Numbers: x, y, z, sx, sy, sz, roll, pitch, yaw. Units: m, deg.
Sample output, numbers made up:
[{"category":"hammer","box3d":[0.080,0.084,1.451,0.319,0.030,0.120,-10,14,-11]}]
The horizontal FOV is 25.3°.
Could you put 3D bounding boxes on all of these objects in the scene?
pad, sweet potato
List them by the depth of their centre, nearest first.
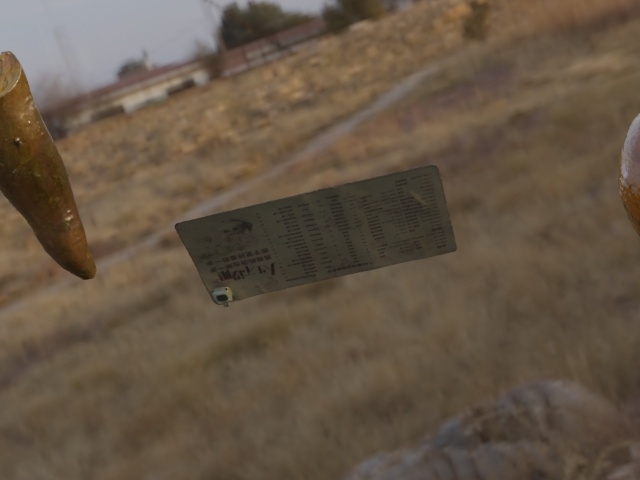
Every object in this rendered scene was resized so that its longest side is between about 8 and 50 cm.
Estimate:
[{"category":"sweet potato","box3d":[-0.288,-0.064,1.407,0.077,0.243,0.077,-14,24,6]},{"category":"pad","box3d":[0.000,-0.001,1.434,0.265,0.009,0.159,-13,-35,6]}]

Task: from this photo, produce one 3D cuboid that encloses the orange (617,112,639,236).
[{"category":"orange","box3d":[0.424,-0.086,1.504,0.240,0.240,0.171,-22,33,-15]}]
